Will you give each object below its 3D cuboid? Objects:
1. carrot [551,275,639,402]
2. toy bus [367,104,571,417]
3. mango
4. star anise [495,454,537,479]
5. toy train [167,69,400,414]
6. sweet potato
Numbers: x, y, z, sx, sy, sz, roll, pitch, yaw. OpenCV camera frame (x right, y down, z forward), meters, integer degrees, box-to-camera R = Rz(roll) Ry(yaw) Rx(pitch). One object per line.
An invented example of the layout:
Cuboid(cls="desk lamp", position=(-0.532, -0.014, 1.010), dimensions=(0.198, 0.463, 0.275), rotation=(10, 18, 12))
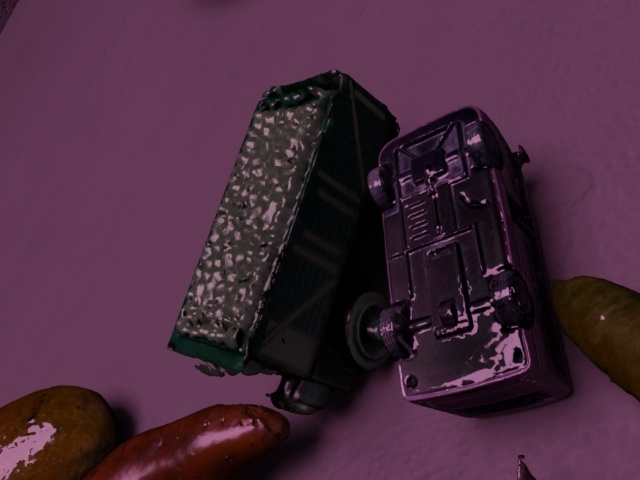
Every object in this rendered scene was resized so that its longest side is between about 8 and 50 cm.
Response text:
Cuboid(cls="carrot", position=(0.231, 0.107, 0.306), dimensions=(0.074, 0.074, 0.358), rotation=(-55, 37, 7))
Cuboid(cls="toy bus", position=(0.102, 0.014, 0.472), dimensions=(0.096, 0.108, 0.198), rotation=(-23, 54, 31))
Cuboid(cls="mango", position=(-0.360, 0.292, 0.755), dimensions=(0.177, 0.175, 0.329), rotation=(30, 90, 6))
Cuboid(cls="star anise", position=(0.117, 0.185, 0.393), dimensions=(0.129, 0.056, 0.124), rotation=(-7, 81, 57))
Cuboid(cls="toy train", position=(0.000, 0.000, 0.551), dimensions=(0.115, 0.154, 0.269), rotation=(4, 70, 46))
Cuboid(cls="sweet potato", position=(-0.165, 0.240, 0.607), dimensions=(0.359, 0.112, 0.112), rotation=(-50, 39, 30))
